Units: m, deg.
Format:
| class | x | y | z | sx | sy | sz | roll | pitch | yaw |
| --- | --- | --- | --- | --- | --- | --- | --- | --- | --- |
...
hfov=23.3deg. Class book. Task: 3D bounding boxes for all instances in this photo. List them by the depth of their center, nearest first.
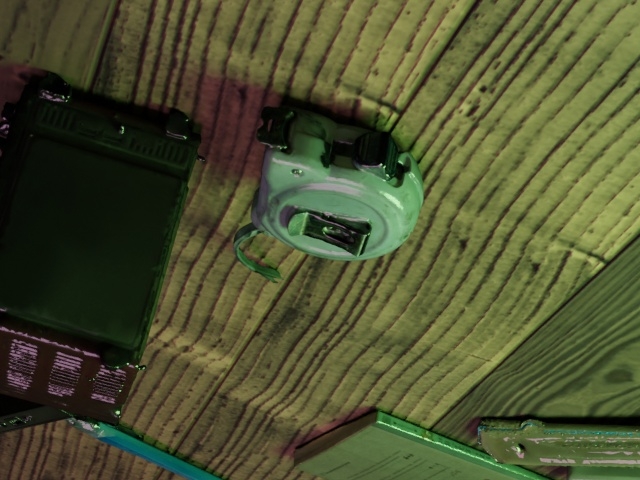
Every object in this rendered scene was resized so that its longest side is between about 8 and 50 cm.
| class | x | y | z | sx | sy | sz | roll | pitch | yaw |
| --- | --- | --- | --- | --- | --- | --- | --- | --- | --- |
| book | 0.135 | 0.293 | 1.938 | 0.283 | 0.025 | 0.215 | 25 | 147 | -22 |

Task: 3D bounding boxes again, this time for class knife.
| class | x | y | z | sx | sy | sz | roll | pitch | yaw |
| --- | --- | --- | --- | --- | --- | --- | --- | --- | --- |
| knife | 0.343 | 0.218 | 1.719 | 0.365 | 0.043 | 0.089 | -4 | 114 | 31 |
| knife | -0.223 | 0.282 | 2.056 | 0.297 | 0.026 | 0.044 | 31 | 148 | -35 |

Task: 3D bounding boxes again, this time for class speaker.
| class | x | y | z | sx | sy | sz | roll | pitch | yaw |
| --- | --- | --- | --- | --- | --- | --- | --- | --- | --- |
| speaker | -0.382 | 0.212 | 1.971 | 0.191 | 0.046 | 0.040 | -16 | 139 | 40 |

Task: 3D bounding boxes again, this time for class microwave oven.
| class | x | y | z | sx | sy | sz | roll | pitch | yaw |
| --- | --- | --- | --- | --- | --- | --- | --- | --- | --- |
| microwave oven | -0.225 | 0.011 | 1.367 | 0.188 | 0.247 | 0.178 | 19 | 153 | -9 |

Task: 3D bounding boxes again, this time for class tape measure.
| class | x | y | z | sx | sy | sz | roll | pitch | yaw |
| --- | --- | --- | --- | --- | --- | --- | --- | --- | --- |
| tape measure | -0.001 | 0.001 | 1.423 | 0.164 | 0.084 | 0.330 | 15 | 149 | 3 |

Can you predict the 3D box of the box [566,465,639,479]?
| class | x | y | z | sx | sy | sz | roll | pitch | yaw |
| --- | --- | --- | --- | --- | --- | --- | --- | --- | --- |
| box | 0.409 | 0.277 | 1.776 | 0.244 | 0.055 | 0.103 | 0 | 148 | 20 |
